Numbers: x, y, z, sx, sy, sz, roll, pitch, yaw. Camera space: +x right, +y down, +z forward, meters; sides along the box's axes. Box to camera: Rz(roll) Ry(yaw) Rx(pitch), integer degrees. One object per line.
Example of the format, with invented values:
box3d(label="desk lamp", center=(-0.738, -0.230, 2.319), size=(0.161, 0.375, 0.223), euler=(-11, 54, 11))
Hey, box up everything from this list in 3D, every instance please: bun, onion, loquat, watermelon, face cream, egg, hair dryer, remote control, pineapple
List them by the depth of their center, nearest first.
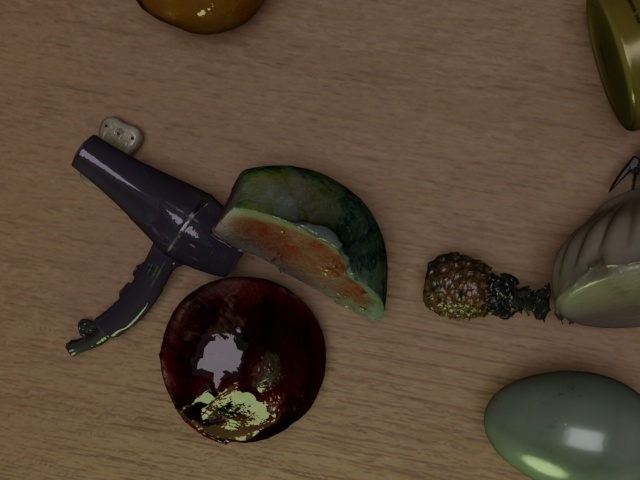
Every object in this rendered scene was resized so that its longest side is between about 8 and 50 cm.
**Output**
box3d(label="face cream", center=(0.502, -0.285, 1.484), size=(0.179, 0.218, 0.218), euler=(-17, 91, 8))
box3d(label="bun", center=(0.463, 0.012, 1.511), size=(0.263, 0.263, 0.175), euler=(-5, 67, 6))
box3d(label="egg", center=(0.378, 0.287, 1.547), size=(0.264, 0.183, 0.183), euler=(8, 94, 12))
box3d(label="watermelon", center=(0.000, 0.000, 1.565), size=(0.305, 0.224, 0.180), euler=(32, 115, -12))
box3d(label="pineapple", center=(0.257, 0.083, 1.569), size=(0.197, 0.108, 0.108), euler=(13, 95, 25))
box3d(label="loquat", center=(-0.189, -0.404, 1.571), size=(0.234, 0.176, 0.187), euler=(7, 136, 15))
box3d(label="onion", center=(-0.111, 0.196, 1.579), size=(0.272, 0.195, 0.272), euler=(-3, 100, -15))
box3d(label="hair dryer", center=(-0.320, 0.040, 1.648), size=(0.301, 0.121, 0.361), euler=(35, 104, -3))
box3d(label="remote control", center=(-0.340, -0.138, 1.675), size=(0.074, 0.032, 0.122), euler=(26, 95, 4))

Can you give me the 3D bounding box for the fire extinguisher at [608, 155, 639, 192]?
box3d(label="fire extinguisher", center=(0.580, -0.077, 1.549), size=(0.269, 0.105, 0.105), euler=(17, 95, 4))
